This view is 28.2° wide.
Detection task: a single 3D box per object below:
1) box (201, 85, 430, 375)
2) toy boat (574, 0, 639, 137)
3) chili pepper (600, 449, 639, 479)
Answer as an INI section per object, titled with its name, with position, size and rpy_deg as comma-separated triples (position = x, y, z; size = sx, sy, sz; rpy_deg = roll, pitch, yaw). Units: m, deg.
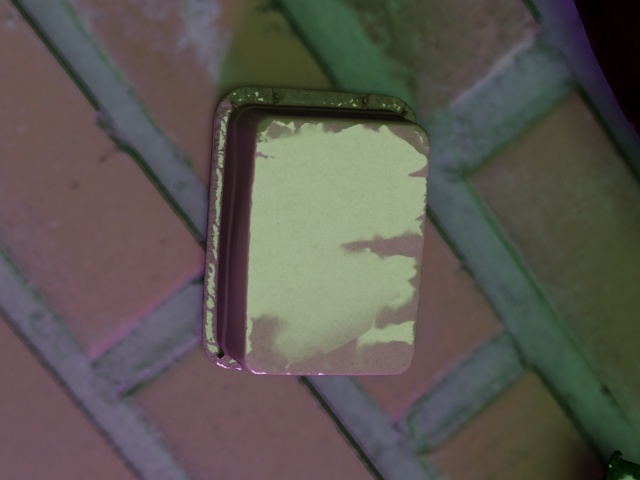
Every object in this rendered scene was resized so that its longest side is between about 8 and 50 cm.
[box]
position = 0.000, 0.000, 0.526
size = 0.089, 0.062, 0.122
rpy_deg = 2, 98, -12
[toy boat]
position = 0.185, -0.118, 0.524
size = 0.142, 0.129, 0.309
rpy_deg = -33, 105, -35
[chili pepper]
position = 0.258, 0.130, 0.591
size = 0.279, 0.065, 0.122
rpy_deg = -10, 131, -7
